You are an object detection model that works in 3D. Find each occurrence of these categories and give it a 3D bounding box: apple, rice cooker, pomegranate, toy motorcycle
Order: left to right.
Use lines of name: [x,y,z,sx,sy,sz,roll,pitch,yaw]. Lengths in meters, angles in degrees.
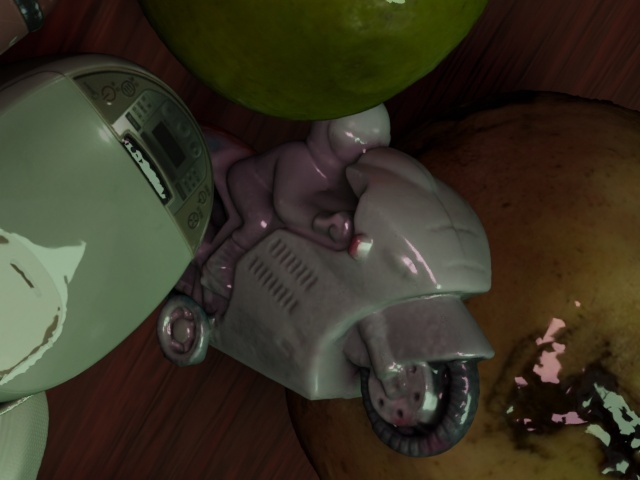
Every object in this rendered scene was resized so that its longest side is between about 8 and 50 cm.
rice cooker: [-0.151,-0.006,0.713,0.206,0.127,0.145,-38,118,-12]
apple: [-0.004,-0.154,0.683,0.157,0.196,0.196,18,111,-40]
toy motorcycle: [0.000,0.000,0.784,0.110,0.260,0.171,4,108,-46]
pomegranate: [0.127,0.062,0.928,0.322,0.322,0.322,-27,140,-25]

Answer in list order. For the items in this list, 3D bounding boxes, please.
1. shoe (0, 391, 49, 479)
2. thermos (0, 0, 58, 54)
shoe: [-0.301,0.181,0.737,0.363,0.132,0.160,-52,142,-9]
thermos: [-0.201,-0.084,0.614,0.330,0.109,0.136,-40,141,-9]
